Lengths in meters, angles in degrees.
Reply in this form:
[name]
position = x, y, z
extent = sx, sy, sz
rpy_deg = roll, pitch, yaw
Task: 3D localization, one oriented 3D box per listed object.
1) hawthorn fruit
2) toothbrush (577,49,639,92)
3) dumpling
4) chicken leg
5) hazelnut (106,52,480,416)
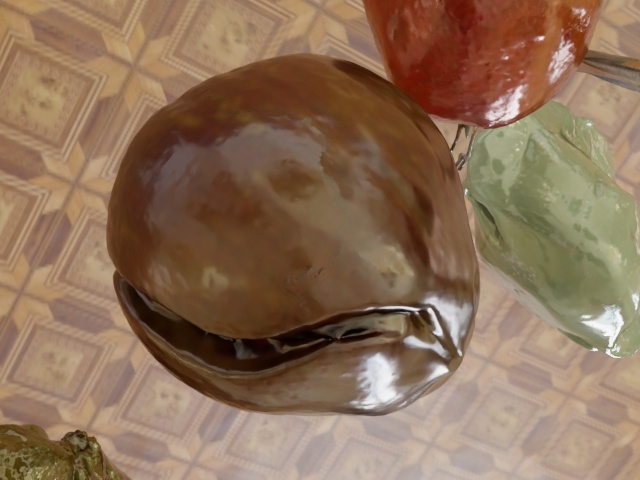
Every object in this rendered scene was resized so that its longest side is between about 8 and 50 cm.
[hawthorn fruit]
position = 0.144, -0.188, 0.829
extent = 0.211, 0.211, 0.299
rpy_deg = -11, 129, -9
[toothbrush]
position = 0.239, -0.168, 0.866
extent = 0.037, 0.375, 0.028
rpy_deg = -38, 113, 0
[dumpling]
position = 0.292, -0.015, 1.162
extent = 0.212, 0.270, 0.320
rpy_deg = -11, 143, 8
[chicken leg]
position = -0.233, 0.327, 0.939
extent = 0.140, 0.211, 0.361
rpy_deg = -29, 107, 34
[hazelnut]
position = 0.000, 0.000, 0.536
extent = 0.218, 0.218, 0.234
rpy_deg = -45, 156, 9
